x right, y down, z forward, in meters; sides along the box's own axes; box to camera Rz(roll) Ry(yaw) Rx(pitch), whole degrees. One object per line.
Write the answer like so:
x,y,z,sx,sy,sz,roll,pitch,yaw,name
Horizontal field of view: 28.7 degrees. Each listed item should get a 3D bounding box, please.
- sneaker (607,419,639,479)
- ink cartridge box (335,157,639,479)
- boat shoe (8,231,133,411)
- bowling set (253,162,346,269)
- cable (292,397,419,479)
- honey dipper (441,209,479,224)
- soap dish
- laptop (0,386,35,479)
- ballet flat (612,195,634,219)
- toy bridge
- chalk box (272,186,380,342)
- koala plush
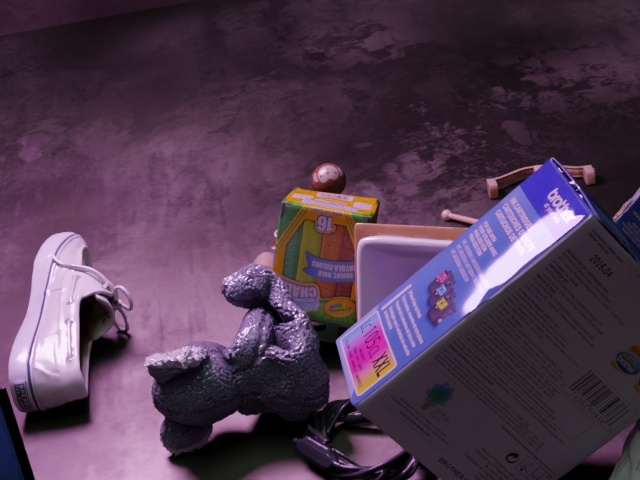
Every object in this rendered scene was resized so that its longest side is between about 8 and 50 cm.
0.374,0.252,1.375,0.114,0.152,0.305,24,38,9,sneaker
0.255,0.100,1.403,0.395,0.270,0.151,-40,29,14,ink cartridge box
-0.352,0.106,1.869,0.156,0.136,0.367,-7,32,5,boat shoe
0.000,0.000,1.902,0.287,0.200,0.154,-8,30,10,bowling set
0.064,0.256,1.585,0.150,0.047,0.184,-25,28,-35,cable
0.261,-0.027,2.038,0.160,0.030,0.030,14,37,42,honey dipper
0.193,0.088,1.669,0.291,0.229,0.118,3,15,20,soap dish
-0.472,0.315,1.431,0.136,0.234,0.264,13,35,35,laptop
0.537,-0.065,1.982,0.206,0.067,0.073,-24,33,-24,ballet flat
0.378,-0.108,2.145,0.188,0.026,0.063,-8,28,1,toy bridge
0.003,0.045,1.789,0.132,0.213,0.132,8,12,6,chalk box
-0.122,0.174,1.636,0.221,0.196,0.203,-19,40,-24,koala plush
